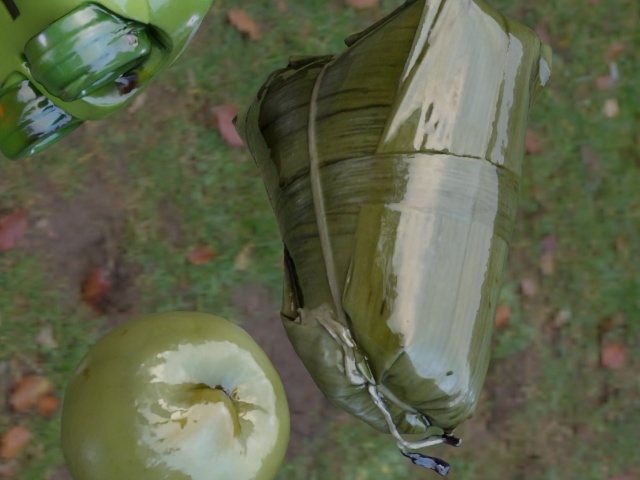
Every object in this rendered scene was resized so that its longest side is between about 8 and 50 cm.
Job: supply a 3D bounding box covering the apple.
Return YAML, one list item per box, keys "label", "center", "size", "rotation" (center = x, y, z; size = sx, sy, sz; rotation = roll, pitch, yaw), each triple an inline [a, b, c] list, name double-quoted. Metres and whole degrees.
- label: "apple"
  center: [-0.120, 0.147, 1.330]
  size: [0.200, 0.200, 0.200]
  rotation: [4, 84, -40]

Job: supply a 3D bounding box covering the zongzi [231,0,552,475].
- label: "zongzi"
  center: [0.000, 0.003, 0.745]
  size: [0.094, 0.204, 0.205]
  rotation: [28, 63, -36]

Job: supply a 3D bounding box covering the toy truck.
- label: "toy truck"
  center: [-0.124, -0.148, 0.896]
  size: [0.210, 0.187, 0.148]
  rotation: [-34, 92, -49]
